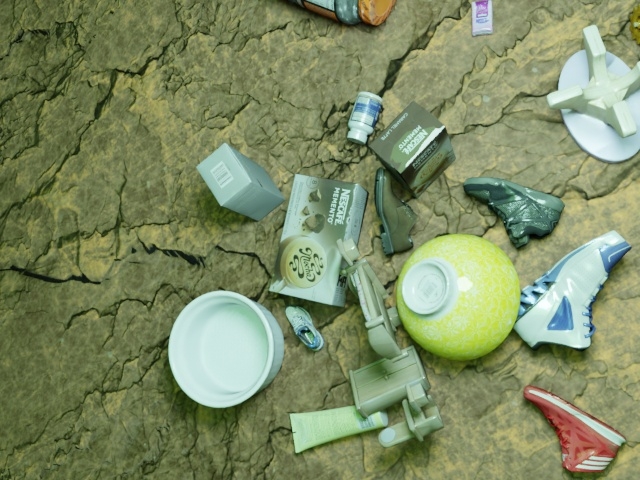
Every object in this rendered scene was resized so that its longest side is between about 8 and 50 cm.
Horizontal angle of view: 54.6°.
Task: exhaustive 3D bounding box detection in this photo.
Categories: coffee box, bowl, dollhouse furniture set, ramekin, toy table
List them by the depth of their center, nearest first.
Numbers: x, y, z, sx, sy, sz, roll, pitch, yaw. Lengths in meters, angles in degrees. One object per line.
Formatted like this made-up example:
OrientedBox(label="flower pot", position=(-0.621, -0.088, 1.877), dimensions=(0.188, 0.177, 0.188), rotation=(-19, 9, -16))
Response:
OrientedBox(label="dollhouse furniture set", position=(0.089, 0.231, 1.330), dimensions=(0.174, 0.355, 0.303), rotation=(-27, 36, 10))
OrientedBox(label="bowl", position=(0.266, 0.113, 1.351), dimensions=(0.289, 0.156, 0.289), rotation=(-13, 70, 39))
OrientedBox(label="toy table", position=(0.625, -0.320, 1.353), dimensions=(0.252, 0.161, 0.274), rotation=(-30, 73, 12))
OrientedBox(label="coffee box", position=(0.217, -0.200, 1.417), dimensions=(0.141, 0.246, 0.098), rotation=(-47, 71, 6))
OrientedBox(label="coffee box", position=(0.000, 0.000, 1.523), dimensions=(0.168, 0.119, 0.297), rotation=(12, 86, 20))
OrientedBox(label="ramekin", position=(-0.224, 0.268, 1.546), dimensions=(0.277, 0.135, 0.277), rotation=(-3, 81, 16))

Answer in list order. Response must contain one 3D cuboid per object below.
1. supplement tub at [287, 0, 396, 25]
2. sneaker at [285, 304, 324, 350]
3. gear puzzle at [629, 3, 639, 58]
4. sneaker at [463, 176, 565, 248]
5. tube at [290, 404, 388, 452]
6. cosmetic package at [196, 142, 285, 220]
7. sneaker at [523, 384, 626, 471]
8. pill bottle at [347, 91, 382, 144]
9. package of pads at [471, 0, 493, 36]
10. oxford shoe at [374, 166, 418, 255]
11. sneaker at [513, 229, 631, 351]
OrientedBox(label="supplement tub", position=(0.022, -0.681, 1.573), dimensions=(0.338, 0.207, 0.207), rotation=(28, 91, 19))
OrientedBox(label="sneaker", position=(-0.043, 0.213, 1.537), dimensions=(0.052, 0.058, 0.135), rotation=(-44, 71, 7))
OrientedBox(label="gear puzzle", position=(0.741, -0.389, 1.311), dimensions=(0.044, 0.175, 0.339), rotation=(-10, 47, 0))
OrientedBox(label="sneaker", position=(0.424, -0.064, 1.416), dimensions=(0.228, 0.087, 0.130), rotation=(22, 82, 14))
OrientedBox(label="tube", position=(0.040, 0.436, 1.482), dimensions=(0.240, 0.070, 0.062), rotation=(-19, 117, 17))
OrientedBox(label="cosmetic package", position=(-0.193, -0.139, 1.545), dimensions=(0.107, 0.238, 0.127), rotation=(-38, 76, 12))
OrientedBox(label="sneaker", position=(0.516, 0.411, 1.318), dimensions=(0.221, 0.087, 0.128), rotation=(29, 90, 20))
OrientedBox(label="pill bottle", position=(0.109, -0.307, 1.562), dimensions=(0.067, 0.067, 0.120), rotation=(18, 87, 19))
OrientedBox(label="package of pads", position=(0.398, -0.546, 1.526), dimensions=(0.050, 0.032, 0.083), rotation=(-1, 82, 15))
OrientedBox(label="oxford shoe", position=(0.178, -0.074, 1.461), dimensions=(0.096, 0.083, 0.227), rotation=(-10, 123, 9))
OrientedBox(label="sneaker", position=(0.551, 0.134, 1.338), dimensions=(0.315, 0.127, 0.182), rotation=(-41, 76, 15))
